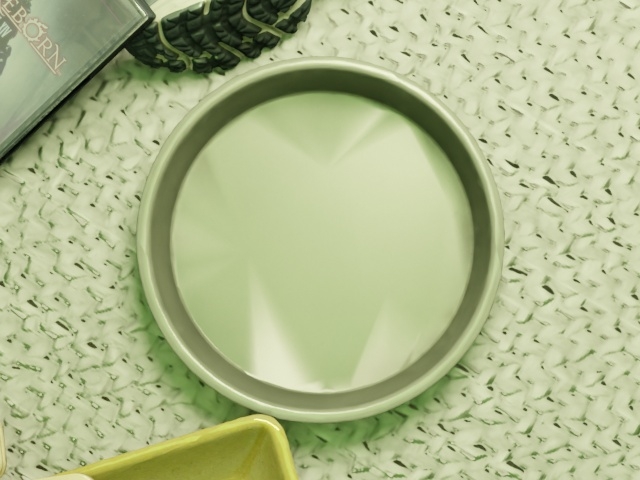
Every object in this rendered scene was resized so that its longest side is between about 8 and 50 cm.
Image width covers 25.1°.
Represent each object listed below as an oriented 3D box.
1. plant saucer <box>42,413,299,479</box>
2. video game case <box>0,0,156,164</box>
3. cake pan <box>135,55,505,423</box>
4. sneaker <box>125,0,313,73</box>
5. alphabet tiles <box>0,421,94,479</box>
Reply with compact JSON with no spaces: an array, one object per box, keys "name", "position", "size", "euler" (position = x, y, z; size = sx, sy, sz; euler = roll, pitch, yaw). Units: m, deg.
[{"name":"plant saucer","position":[-0.144,0.337,1.124],"size":[0.333,0.081,0.333],"euler":[-17,85,-1]},{"name":"video game case","position":[-0.288,-0.163,1.143],"size":[0.274,0.026,0.196],"euler":[-40,89,20]},{"name":"cake pan","position":[0.000,0.000,1.162],"size":[0.293,0.054,0.293],"euler":[0,85,1]},{"name":"sneaker","position":[-0.045,-0.241,1.173],"size":[0.283,0.110,0.122],"euler":[-29,67,-4]},{"name":"alphabet tiles","position":[-0.293,0.275,1.081],"size":[0.278,0.021,0.284],"euler":[-9,85,0]}]
